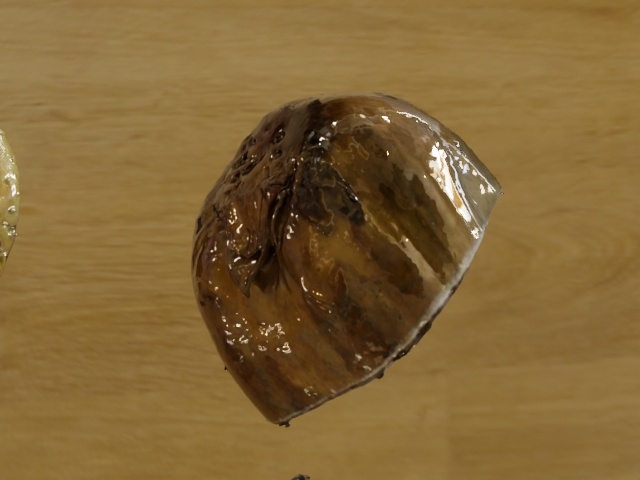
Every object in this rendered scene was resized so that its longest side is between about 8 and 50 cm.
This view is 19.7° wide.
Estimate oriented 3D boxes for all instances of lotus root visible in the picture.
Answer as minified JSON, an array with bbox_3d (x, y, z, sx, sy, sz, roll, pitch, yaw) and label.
[{"bbox_3d":[0.000,0.000,1.467,0.192,0.272,0.272,45,77,-21],"label":"lotus root"}]

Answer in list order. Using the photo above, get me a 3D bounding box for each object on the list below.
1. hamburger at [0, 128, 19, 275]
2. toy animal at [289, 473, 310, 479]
[{"bbox_3d":[-0.380,0.009,1.693,0.211,0.132,0.309,29,87,22],"label":"hamburger"},{"bbox_3d":[-0.116,0.281,1.391,0.160,0.197,0.272,12,75,3],"label":"toy animal"}]
